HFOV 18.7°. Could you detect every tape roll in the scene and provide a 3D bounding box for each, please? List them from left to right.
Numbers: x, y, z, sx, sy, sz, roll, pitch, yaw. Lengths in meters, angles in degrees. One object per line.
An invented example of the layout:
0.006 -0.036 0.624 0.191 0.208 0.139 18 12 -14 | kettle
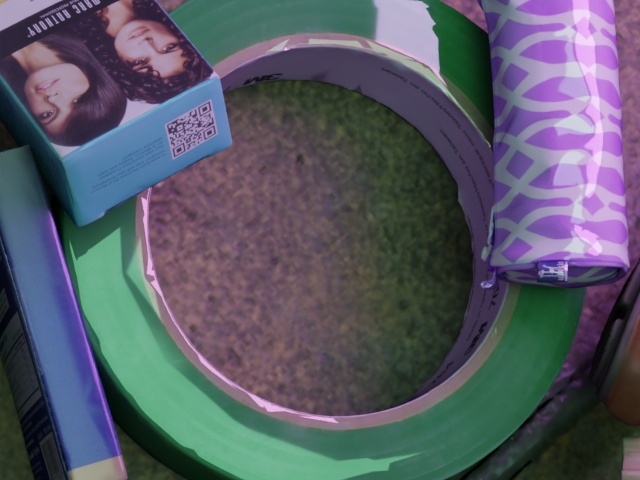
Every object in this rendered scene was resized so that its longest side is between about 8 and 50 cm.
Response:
0.000 0.000 1.172 0.321 0.077 0.321 3 77 -15 | tape roll

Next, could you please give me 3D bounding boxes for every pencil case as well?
0.134 -0.068 1.143 0.088 0.086 0.206 -4 76 17 | pencil case

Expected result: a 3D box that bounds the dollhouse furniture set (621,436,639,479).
0.145 0.265 1.101 0.303 0.198 0.286 -1 34 8 | dollhouse furniture set

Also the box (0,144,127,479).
-0.163 0.036 1.086 0.036 0.136 0.225 -16 83 -17 | box

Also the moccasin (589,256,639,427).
0.310 0.005 1.199 0.380 0.139 0.147 -31 64 -37 | moccasin

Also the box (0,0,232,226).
-0.156 -0.125 1.101 0.100 0.060 0.244 -30 56 -16 | box
